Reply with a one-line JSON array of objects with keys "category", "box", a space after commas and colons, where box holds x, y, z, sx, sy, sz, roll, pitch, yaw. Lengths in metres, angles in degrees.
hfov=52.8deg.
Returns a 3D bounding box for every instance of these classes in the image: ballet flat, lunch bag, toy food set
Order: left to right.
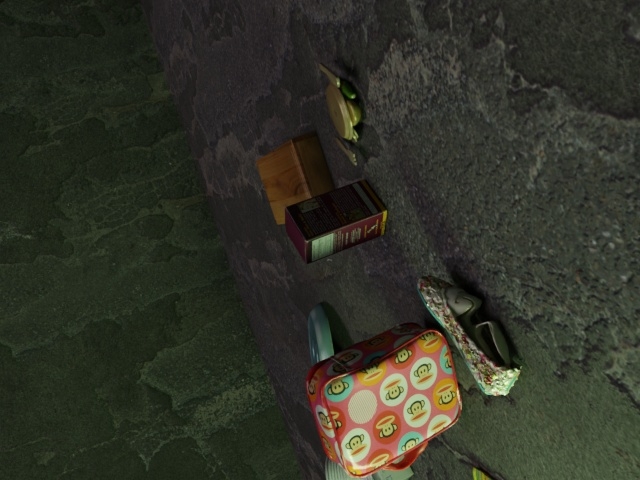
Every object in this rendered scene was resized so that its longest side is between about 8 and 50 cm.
[{"category": "toy food set", "box": [0.049, -0.263, 1.308, 0.132, 0.038, 0.192, -121, 13, -53]}, {"category": "lunch bag", "box": [0.135, 0.322, 1.262, 0.120, 0.292, 0.258, 8, 116, 66]}, {"category": "ballet flat", "box": [0.254, 0.143, 1.079, 0.077, 0.091, 0.241, -50, 62, 36]}]

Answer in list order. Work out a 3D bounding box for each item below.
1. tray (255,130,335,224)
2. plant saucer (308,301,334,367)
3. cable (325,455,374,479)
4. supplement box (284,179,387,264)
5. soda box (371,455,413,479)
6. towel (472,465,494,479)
[{"category": "tray", "box": [-0.073, -0.153, 1.737, 0.203, 0.076, 0.411, 71, 162, -5]}, {"category": "plant saucer", "box": [0.001, 0.351, 1.985, 0.317, 0.043, 0.318, 174, 90, -82]}, {"category": "cable", "box": [0.119, 0.696, 1.855, 0.257, 0.089, 0.257, 12, -128, -59]}, {"category": "supplement box", "box": [0.031, -0.040, 1.341, 0.104, 0.188, 0.081, 57, 160, 35]}, {"category": "soda box", "box": [0.149, 0.553, 1.819, 0.098, 0.091, 0.286, 97, 149, -60]}, {"category": "towel", "box": [0.369, 0.528, 1.230, 0.237, 0.021, 0.102, 22, 131, 68]}]
